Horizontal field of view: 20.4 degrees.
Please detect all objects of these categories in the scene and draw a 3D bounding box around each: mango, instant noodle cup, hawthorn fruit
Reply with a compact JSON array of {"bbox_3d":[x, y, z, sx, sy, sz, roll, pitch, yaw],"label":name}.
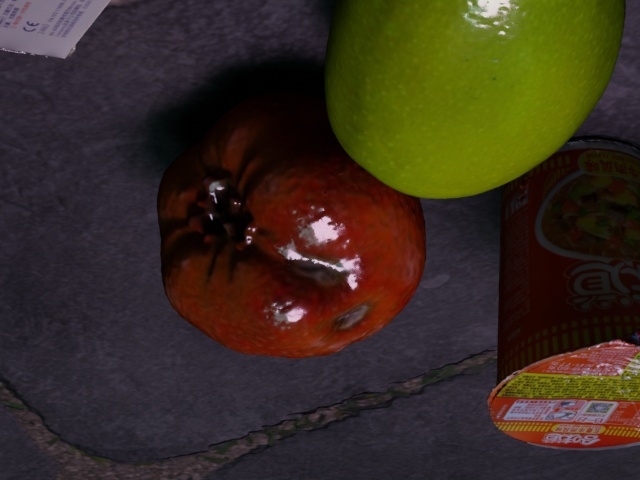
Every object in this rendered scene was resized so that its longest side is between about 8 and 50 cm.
[{"bbox_3d":[0.109,-0.157,1.160,0.192,0.156,0.343,1,147,-11],"label":"mango"},{"bbox_3d":[0.220,0.036,1.442,0.193,0.212,0.193,-2,150,-1],"label":"instant noodle cup"},{"bbox_3d":[0.000,0.000,1.389,0.207,0.207,0.243,-24,155,32],"label":"hawthorn fruit"}]

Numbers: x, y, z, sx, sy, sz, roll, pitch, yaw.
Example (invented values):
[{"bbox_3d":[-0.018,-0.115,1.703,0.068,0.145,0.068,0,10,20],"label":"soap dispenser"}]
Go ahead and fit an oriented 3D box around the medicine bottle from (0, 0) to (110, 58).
[{"bbox_3d":[-0.208,-0.188,1.145,0.171,0.052,0.201,7,156,-26],"label":"medicine bottle"}]
